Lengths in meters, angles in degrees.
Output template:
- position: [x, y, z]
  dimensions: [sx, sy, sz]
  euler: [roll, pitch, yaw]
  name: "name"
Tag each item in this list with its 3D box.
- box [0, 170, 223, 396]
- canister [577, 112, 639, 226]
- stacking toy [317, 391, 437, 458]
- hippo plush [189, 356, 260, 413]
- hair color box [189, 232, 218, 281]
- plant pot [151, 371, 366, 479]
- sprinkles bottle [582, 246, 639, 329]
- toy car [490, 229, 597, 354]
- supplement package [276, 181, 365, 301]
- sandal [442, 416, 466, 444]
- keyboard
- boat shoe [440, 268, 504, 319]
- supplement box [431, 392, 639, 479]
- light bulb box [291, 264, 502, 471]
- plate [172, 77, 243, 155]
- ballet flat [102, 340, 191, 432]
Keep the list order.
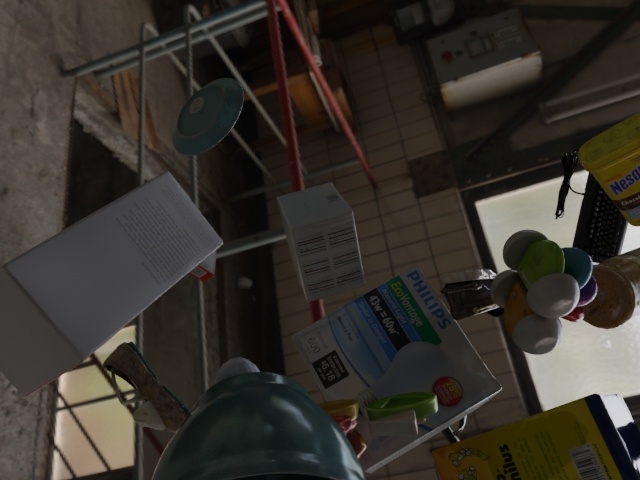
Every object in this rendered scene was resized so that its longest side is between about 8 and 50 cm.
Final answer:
- position: [-0.363, 0.059, 0.934]
  dimensions: [0.168, 0.215, 0.345]
  euler: [54, 38, -9]
  name: "box"
- position: [0.542, -0.115, 0.965]
  dimensions: [0.170, 0.126, 0.073]
  euler: [43, 36, -21]
  name: "canister"
- position: [0.071, 0.368, 0.998]
  dimensions: [0.309, 0.280, 0.130]
  euler: [8, 71, -71]
  name: "stacking toy"
- position: [-0.191, 0.448, 1.510]
  dimensions: [0.236, 0.234, 0.294]
  euler: [-75, 160, -54]
  name: "hippo plush"
- position: [-0.297, 0.025, 1.402]
  dimensions: [0.072, 0.043, 0.141]
  euler: [40, 31, -36]
  name: "hair color box"
- position: [-0.085, 0.307, 0.764]
  dimensions: [0.196, 0.293, 0.293]
  euler: [-103, 169, -52]
  name: "plant pot"
- position: [0.634, 0.073, 1.115]
  dimensions: [0.355, 0.121, 0.121]
  euler: [-12, 84, -36]
  name: "sprinkles bottle"
- position: [0.357, 0.079, 0.882]
  dimensions: [0.159, 0.136, 0.182]
  euler: [-98, -170, -54]
  name: "toy car"
- position: [0.000, 0.000, 1.368]
  dimensions: [0.194, 0.149, 0.203]
  euler: [-118, -166, -60]
  name: "supplement package"
- position: [0.366, 0.473, 1.792]
  dimensions: [0.167, 0.107, 0.445]
  euler: [51, 9, -44]
  name: "sandal"
- position: [0.662, -0.107, 1.367]
  dimensions: [0.033, 0.202, 0.317]
  euler: [-108, -152, -84]
  name: "keyboard"
- position: [0.371, 0.117, 1.216]
  dimensions: [0.324, 0.117, 0.096]
  euler: [6, 75, -46]
  name: "boat shoe"
- position: [0.440, 0.451, 1.116]
  dimensions: [0.194, 0.357, 0.195]
  euler: [19, 46, -50]
  name: "supplement box"
- position: [0.179, 0.317, 1.394]
  dimensions: [0.358, 0.361, 0.225]
  euler: [58, -6, 22]
  name: "light bulb box"
- position: [-0.235, -0.256, 1.143]
  dimensions: [0.024, 0.188, 0.188]
  euler: [38, 36, -48]
  name: "plate"
- position: [-0.419, 0.379, 1.366]
  dimensions: [0.316, 0.106, 0.107]
  euler: [39, -33, 28]
  name: "ballet flat"
